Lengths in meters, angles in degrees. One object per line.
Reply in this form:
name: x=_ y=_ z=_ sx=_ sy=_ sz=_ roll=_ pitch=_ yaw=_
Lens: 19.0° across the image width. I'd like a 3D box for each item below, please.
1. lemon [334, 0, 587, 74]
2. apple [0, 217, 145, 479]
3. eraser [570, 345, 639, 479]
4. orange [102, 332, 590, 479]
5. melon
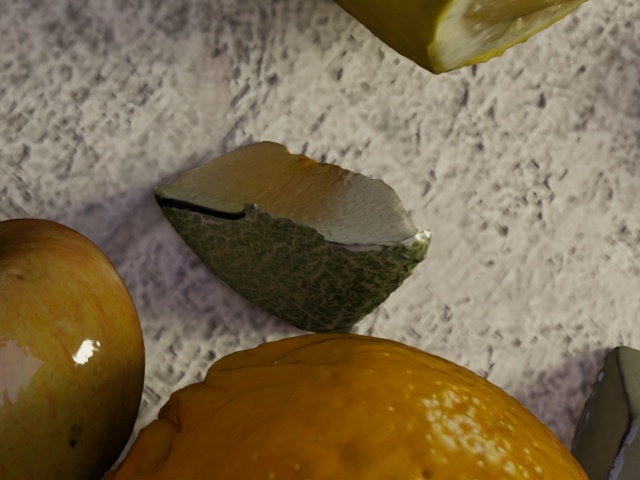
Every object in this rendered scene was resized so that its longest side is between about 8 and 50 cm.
lemon: x=0.095 y=-0.302 z=1.135 sx=0.364 sy=0.364 sz=0.364 roll=1 pitch=86 yaw=-15
apple: x=-0.188 y=0.080 z=1.111 sx=0.182 sy=0.182 sz=0.155 roll=-25 pitch=111 yaw=-15
eraser: x=0.190 y=0.246 z=1.251 sx=0.111 sy=0.077 sz=0.352 roll=24 pitch=80 yaw=-16
orange: x=-0.002 y=0.209 z=1.069 sx=0.340 sy=0.340 sz=0.293 roll=-39 pitch=92 yaw=-14
melon: x=-0.001 y=0.005 z=1.202 sx=0.093 sy=0.202 sz=0.139 roll=-47 pitch=135 yaw=-31
